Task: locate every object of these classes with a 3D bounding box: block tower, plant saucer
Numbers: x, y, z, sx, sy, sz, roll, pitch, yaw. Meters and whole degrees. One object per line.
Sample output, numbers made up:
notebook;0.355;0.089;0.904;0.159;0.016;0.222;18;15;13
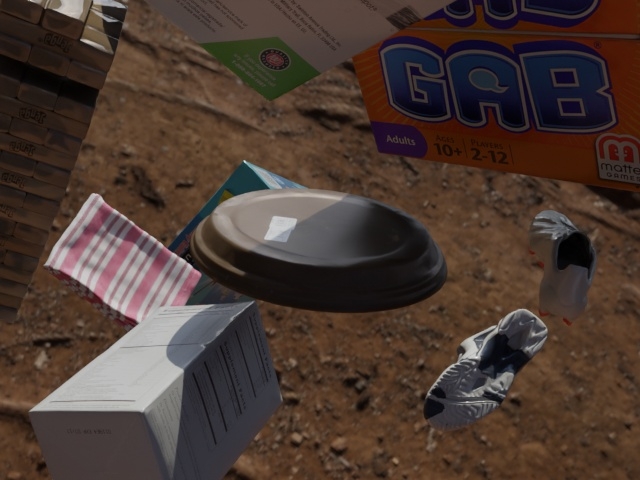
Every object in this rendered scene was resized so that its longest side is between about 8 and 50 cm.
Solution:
block tower;-0.261;-0.071;0.771;0.091;0.335;0.097;19;36;-17
plant saucer;0.000;0.000;0.952;0.278;0.041;0.278;6;22;-2

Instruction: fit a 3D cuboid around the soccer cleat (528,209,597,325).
soccer cleat;0.263;0.011;0.952;0.068;0.076;0.196;16;32;1

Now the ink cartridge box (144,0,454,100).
ink cartridge box;0.001;-0.260;0.735;0.198;0.273;0.114;35;41;-44

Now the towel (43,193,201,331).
towel;-0.260;0.039;1.203;0.197;0.029;0.144;40;44;-21

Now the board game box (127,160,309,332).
board game box;-0.158;0.035;1.523;0.079;0.336;0.254;47;12;22

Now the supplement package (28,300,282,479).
supplement package;-0.159;0.174;0.935;0.139;0.133;0.244;-5;18;25

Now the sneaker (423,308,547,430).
sneaker;0.240;0.211;1.381;0.094;0.153;0.235;39;72;8

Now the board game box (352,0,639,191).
board game box;0.261;-0.318;1.011;0.356;0.356;0.356;13;45;38
